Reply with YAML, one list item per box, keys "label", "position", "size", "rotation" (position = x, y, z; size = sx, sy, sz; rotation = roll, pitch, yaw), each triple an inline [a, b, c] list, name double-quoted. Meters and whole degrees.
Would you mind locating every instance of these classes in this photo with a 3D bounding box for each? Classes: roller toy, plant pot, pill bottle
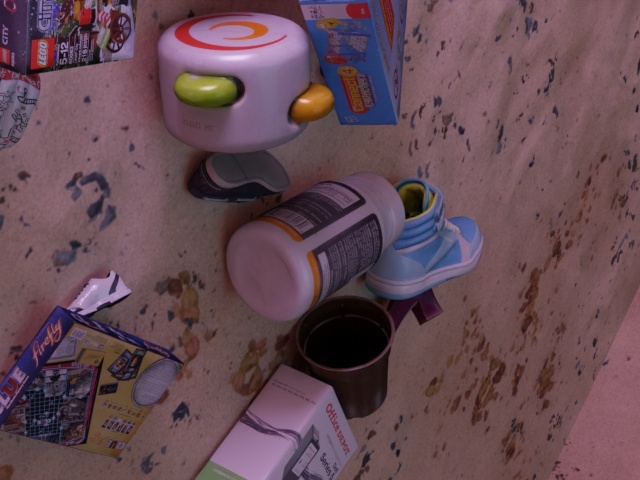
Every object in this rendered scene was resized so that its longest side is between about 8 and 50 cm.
- label: "roller toy"
  position: [-0.106, -0.199, 1.427]
  size: [0.209, 0.191, 0.146]
  rotation: [-15, 122, -24]
- label: "plant pot"
  position: [0.049, 0.209, 1.922]
  size: [0.167, 0.167, 0.165]
  rotation: [-47, 146, -32]
- label: "pill bottle"
  position: [0.000, 0.000, 1.724]
  size: [0.278, 0.162, 0.162]
  rotation: [-31, 131, -44]

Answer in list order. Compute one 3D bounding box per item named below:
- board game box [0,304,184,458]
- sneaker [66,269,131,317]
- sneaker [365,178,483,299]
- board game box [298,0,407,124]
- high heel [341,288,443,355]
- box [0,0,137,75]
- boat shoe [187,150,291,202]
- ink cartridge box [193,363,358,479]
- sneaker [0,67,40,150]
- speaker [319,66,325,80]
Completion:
- label: "board game box"
  position: [-0.303, 0.191, 1.460]
  size: [0.165, 0.042, 0.243]
  rotation: [-54, 147, 0]
- label: "sneaker"
  position: [-0.300, 0.076, 1.446]
  size: [0.109, 0.040, 0.043]
  rotation: [-29, 87, -33]
- label: "sneaker"
  position: [0.211, -0.033, 2.057]
  size: [0.319, 0.127, 0.208]
  rotation: [-28, 131, -47]
- label: "board game box"
  position: [0.055, -0.360, 1.517]
  size: [0.308, 0.086, 0.301]
  rotation: [66, 27, -63]
- label: "high heel"
  position: [0.114, 0.128, 2.081]
  size: [0.244, 0.117, 0.082]
  rotation: [-25, 169, -25]
- label: "box"
  position: [-0.251, -0.294, 1.138]
  size: [0.159, 0.044, 0.233]
  rotation: [-25, 129, -53]
- label: "boat shoe"
  position: [-0.117, -0.089, 1.618]
  size: [0.065, 0.075, 0.206]
  rotation: [-34, 166, 26]
- label: "ink cartridge box"
  position: [-0.072, 0.376, 1.868]
  size: [0.273, 0.115, 0.198]
  rotation: [-52, 144, -26]
- label: "sneaker"
  position: [-0.361, -0.208, 1.145]
  size: [0.145, 0.090, 0.270]
  rotation: [-22, 128, -51]
- label: "speaker"
  position: [0.049, -0.241, 1.765]
  size: [0.055, 0.055, 0.136]
  rotation: [-62, 147, -11]
